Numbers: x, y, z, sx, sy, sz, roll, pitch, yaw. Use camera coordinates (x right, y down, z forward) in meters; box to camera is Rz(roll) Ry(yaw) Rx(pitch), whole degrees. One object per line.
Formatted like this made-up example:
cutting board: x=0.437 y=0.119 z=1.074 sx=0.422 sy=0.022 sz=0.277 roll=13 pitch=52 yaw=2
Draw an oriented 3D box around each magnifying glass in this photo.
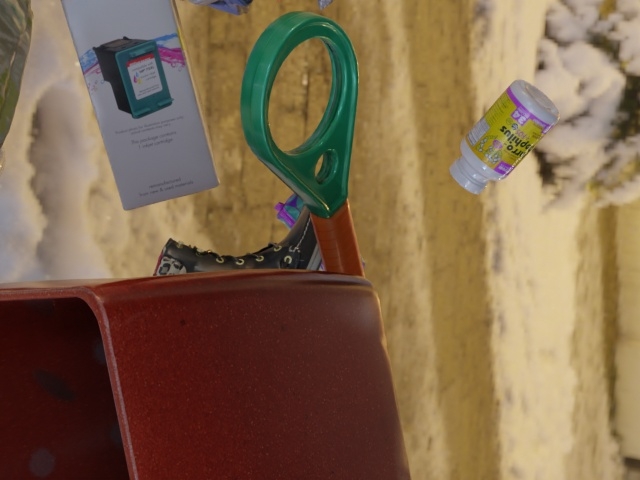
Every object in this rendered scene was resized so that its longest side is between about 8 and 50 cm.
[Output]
magnifying glass: x=0.000 y=-0.042 z=0.697 sx=0.092 sy=0.026 sz=0.231 roll=-46 pitch=139 yaw=-30

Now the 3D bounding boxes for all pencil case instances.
pencil case: x=0.000 y=0.000 z=1.557 sx=0.070 sy=0.152 sz=0.064 roll=-20 pitch=156 yaw=-47

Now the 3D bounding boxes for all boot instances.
boot: x=-0.097 y=0.024 z=1.298 sx=0.237 sy=0.178 sz=0.085 roll=-67 pitch=-171 yaw=-9

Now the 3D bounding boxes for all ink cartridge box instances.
ink cartridge box: x=-0.143 y=-0.156 z=0.814 sx=0.134 sy=0.078 sz=0.231 roll=-114 pitch=-169 yaw=-69

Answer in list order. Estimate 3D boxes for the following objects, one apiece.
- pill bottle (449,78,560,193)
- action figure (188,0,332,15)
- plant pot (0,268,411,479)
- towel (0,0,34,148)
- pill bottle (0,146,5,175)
pill bottle: x=0.131 y=-0.073 z=0.781 sx=0.083 sy=0.043 sz=0.043 roll=-50 pitch=171 yaw=27
action figure: x=-0.174 y=-0.409 z=1.454 sx=0.330 sy=0.341 sz=0.179 roll=12 pitch=101 yaw=-65
plant pot: x=-0.088 y=0.136 z=0.694 sx=0.235 sy=0.267 sz=0.267 roll=-16 pitch=98 yaw=-42
towel: x=-0.300 y=-0.252 z=0.694 sx=0.321 sy=0.090 sz=0.375 roll=-106 pitch=175 yaw=-59
pill bottle: x=-0.383 y=-0.072 z=1.092 sx=0.180 sy=0.108 sz=0.108 roll=-52 pitch=174 yaw=31
